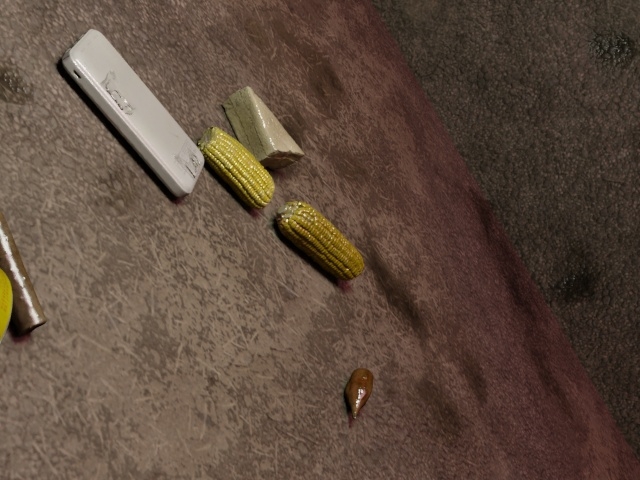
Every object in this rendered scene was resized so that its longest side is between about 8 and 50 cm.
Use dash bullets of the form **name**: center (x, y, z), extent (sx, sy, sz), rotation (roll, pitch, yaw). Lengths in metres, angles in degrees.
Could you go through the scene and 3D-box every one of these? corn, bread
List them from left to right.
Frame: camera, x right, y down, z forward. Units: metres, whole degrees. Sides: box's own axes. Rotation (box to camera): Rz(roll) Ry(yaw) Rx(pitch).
- **corn**: center (-0.148, -0.128, 1.707), extent (0.165, 0.063, 0.085), rotation (43, 53, -30)
- **bread**: center (-0.110, -0.213, 1.851), extent (0.105, 0.077, 0.152), rotation (-6, 71, -60)
- **corn**: center (0.000, 0.000, 1.833), extent (0.238, 0.080, 0.080), rotation (40, 31, -40)

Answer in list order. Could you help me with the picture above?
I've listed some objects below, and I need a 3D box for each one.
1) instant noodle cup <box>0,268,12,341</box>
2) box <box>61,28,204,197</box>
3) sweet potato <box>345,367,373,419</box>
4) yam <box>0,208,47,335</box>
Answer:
- **instant noodle cup**: center (-0.408, 0.030, 0.862), extent (0.236, 0.215, 0.215), rotation (46, 27, -45)
- **box**: center (-0.289, -0.201, 1.530), extent (0.285, 0.044, 0.142), rotation (51, 23, -20)
- **sweet potato**: center (0.067, 0.273, 1.698), extent (0.049, 0.049, 0.117), rotation (50, 29, -22)
- **yam**: center (-0.401, -0.043, 1.131), extent (0.045, 0.045, 0.327), rotation (-22, 82, -36)
